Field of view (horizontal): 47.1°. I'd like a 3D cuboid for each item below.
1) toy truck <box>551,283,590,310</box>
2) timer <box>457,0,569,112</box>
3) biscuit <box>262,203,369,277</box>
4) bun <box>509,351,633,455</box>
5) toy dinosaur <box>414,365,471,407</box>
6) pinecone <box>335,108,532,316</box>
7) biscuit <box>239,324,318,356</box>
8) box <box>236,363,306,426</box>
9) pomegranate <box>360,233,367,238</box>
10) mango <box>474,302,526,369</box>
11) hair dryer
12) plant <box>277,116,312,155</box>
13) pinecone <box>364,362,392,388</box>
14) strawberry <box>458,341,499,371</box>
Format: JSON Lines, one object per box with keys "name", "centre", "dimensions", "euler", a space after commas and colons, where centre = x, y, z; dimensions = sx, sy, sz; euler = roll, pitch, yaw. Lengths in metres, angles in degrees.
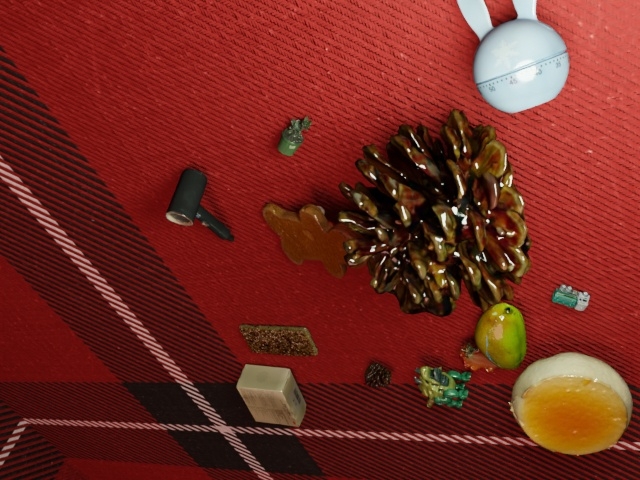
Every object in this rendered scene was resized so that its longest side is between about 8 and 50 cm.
{"name": "toy truck", "centre": [0.584, 0.136, 1.716], "dimensions": [0.083, 0.044, 0.039], "euler": [18, 142, 5]}
{"name": "timer", "centre": [0.331, -0.342, 1.256], "dimensions": [0.175, 0.255, 0.175], "euler": [-8, 168, -2]}
{"name": "biscuit", "centre": [0.001, -0.002, 1.741], "dimensions": [0.324, 0.049, 0.205], "euler": [8, 133, 51]}
{"name": "bun", "centre": [0.638, 0.400, 1.888], "dimensions": [0.299, 0.165, 0.299], "euler": [7, 120, 11]}
{"name": "toy dinosaur", "centre": [0.349, 0.434, 2.113], "dimensions": [0.153, 0.094, 0.259], "euler": [8, 145, 15]}
{"name": "pinecone", "centre": [0.208, -0.048, 1.395], "dimensions": [0.398, 0.397, 0.397], "euler": [12, 138, 11]}
{"name": "biscuit", "centre": [-0.127, 0.304, 2.219], "dimensions": [0.231, 0.025, 0.131], "euler": [-1, 135, 25]}
{"name": "box", "centre": [-0.156, 0.507, 2.399], "dimensions": [0.168, 0.095, 0.212], "euler": [3, 137, 22]}
{"name": "pomegranate", "centre": [0.143, -0.010, 1.711], "dimensions": [0.122, 0.122, 0.161], "euler": [1, 98, 23]}
{"name": "mango", "centre": [0.453, 0.250, 1.845], "dimensions": [0.125, 0.111, 0.233], "euler": [9, 140, 22]}
{"name": "hair dryer", "centre": [-0.284, -0.070, 1.849], "dimensions": [0.070, 0.128, 0.255], "euler": [4, 159, 28]}
{"name": "plant", "centre": [-0.055, -0.232, 1.590], "dimensions": [0.051, 0.051, 0.102], "euler": [29, 128, -9]}
{"name": "pinecone", "centre": [0.169, 0.399, 2.158], "dimensions": [0.083, 0.077, 0.077], "euler": [16, 139, 0]}
{"name": "strawberry", "centre": [0.435, 0.310, 1.970], "dimensions": [0.152, 0.048, 0.104], "euler": [27, 135, -31]}
